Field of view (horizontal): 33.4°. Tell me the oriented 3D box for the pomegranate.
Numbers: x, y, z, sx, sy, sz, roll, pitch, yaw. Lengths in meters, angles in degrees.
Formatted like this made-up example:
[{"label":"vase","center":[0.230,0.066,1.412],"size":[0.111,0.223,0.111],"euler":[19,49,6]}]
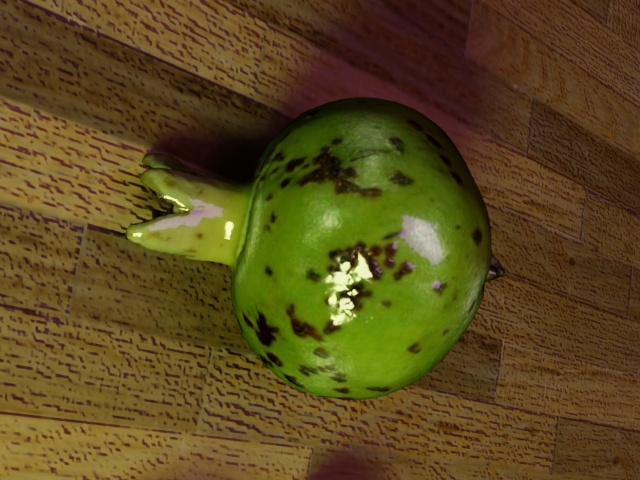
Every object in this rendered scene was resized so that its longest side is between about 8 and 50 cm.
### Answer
[{"label":"pomegranate","center":[0.000,0.000,0.742],"size":[0.263,0.211,0.211],"euler":[12,79,-5]}]
